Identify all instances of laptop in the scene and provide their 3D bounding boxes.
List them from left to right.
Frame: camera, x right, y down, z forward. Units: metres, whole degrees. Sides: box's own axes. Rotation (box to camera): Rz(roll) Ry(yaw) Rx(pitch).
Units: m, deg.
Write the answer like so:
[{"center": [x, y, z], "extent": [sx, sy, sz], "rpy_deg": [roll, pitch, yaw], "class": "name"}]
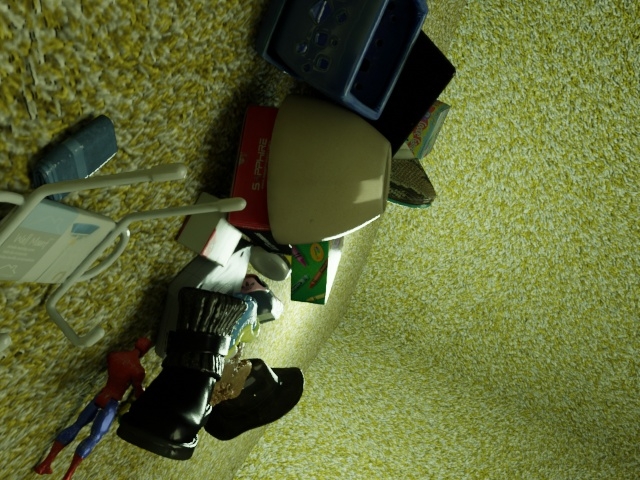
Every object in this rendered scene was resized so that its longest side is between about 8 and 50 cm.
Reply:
[{"center": [0.140, -0.344, 1.421], "extent": [0.237, 0.407, 0.382], "rpy_deg": [-6, 144, -41], "class": "laptop"}]

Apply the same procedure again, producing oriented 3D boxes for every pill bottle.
[{"center": [-0.087, -0.006, 1.671], "extent": [0.208, 0.119, 0.119], "rpy_deg": [-57, 167, -32], "class": "pill bottle"}]

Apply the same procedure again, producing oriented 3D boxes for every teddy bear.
[{"center": [-0.282, 0.304, 1.600], "extent": [0.245, 0.113, 0.338], "rpy_deg": [-70, 161, -4], "class": "teddy bear"}]

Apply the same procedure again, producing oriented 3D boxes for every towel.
[{"center": [-0.297, -0.100, 0.776], "extent": [0.119, 0.029, 0.067], "rpy_deg": [-53, 166, -38], "class": "towel"}]

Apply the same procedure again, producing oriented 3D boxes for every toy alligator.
[{"center": [-0.375, 0.338, 1.358], "extent": [0.051, 0.056, 0.189], "rpy_deg": [-16, -153, 42], "class": "toy alligator"}]

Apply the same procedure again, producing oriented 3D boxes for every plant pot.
[{"center": [0.030, -0.125, 1.194], "extent": [0.284, 0.191, 0.283], "rpy_deg": [5, 90, -79], "class": "plant pot"}, {"center": [0.032, -0.370, 1.128], "extent": [0.235, 0.212, 0.236], "rpy_deg": [-65, 162, 10], "class": "plant pot"}]

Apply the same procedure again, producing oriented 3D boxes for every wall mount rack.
[{"center": [-0.265, 0.005, 0.772], "extent": [0.304, 0.130, 0.350], "rpy_deg": [-46, 169, 3], "class": "wall mount rack"}]

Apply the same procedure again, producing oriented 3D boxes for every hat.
[{"center": [-0.220, 0.429, 1.894], "extent": [0.331, 0.332, 0.133], "rpy_deg": [-49, 121, -50], "class": "hat"}]

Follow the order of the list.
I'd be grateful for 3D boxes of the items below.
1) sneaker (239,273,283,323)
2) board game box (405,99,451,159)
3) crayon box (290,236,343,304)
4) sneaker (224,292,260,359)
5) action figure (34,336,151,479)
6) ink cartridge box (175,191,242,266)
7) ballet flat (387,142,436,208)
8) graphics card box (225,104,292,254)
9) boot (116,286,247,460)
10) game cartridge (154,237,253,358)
[{"center": [-0.165, 0.147, 1.721], "extent": [0.319, 0.112, 0.131], "rpy_deg": [175, -100, -84], "class": "sneaker"}, {"center": [0.189, -0.347, 1.736], "extent": [0.142, 0.275, 0.144], "rpy_deg": [-40, 154, -63], "class": "board game box"}, {"center": [0.000, 0.000, 1.444], "extent": [0.278, 0.081, 0.165], "rpy_deg": [-69, 164, -61], "class": "crayon box"}, {"center": [-0.211, 0.185, 1.440], "extent": [0.240, 0.091, 0.126], "rpy_deg": [-27, 123, -69], "class": "sneaker"}, {"center": [-0.379, 0.305, 1.164], "extent": [0.280, 0.092, 0.139], "rpy_deg": [-60, 161, -12], "class": "action figure"}, {"center": [-0.208, -0.019, 1.253], "extent": [0.109, 0.063, 0.150], "rpy_deg": [-63, 168, -7], "class": "ink cartridge box"}, {"center": [0.109, -0.203, 1.563], "extent": [0.483, 0.164, 0.181], "rpy_deg": [25, -66, 60], "class": "ballet flat"}, {"center": [-0.091, -0.107, 1.346], "extent": [0.371, 0.094, 0.232], "rpy_deg": [59, 38, -77], "class": "graphics card box"}, {"center": [-0.233, 0.213, 1.127], "extent": [0.348, 0.131, 0.260], "rpy_deg": [176, -67, -87], "class": "boot"}, {"center": [-0.247, 0.108, 1.393], "extent": [0.294, 0.060, 0.196], "rpy_deg": [-44, 161, -59], "class": "game cartridge"}]
